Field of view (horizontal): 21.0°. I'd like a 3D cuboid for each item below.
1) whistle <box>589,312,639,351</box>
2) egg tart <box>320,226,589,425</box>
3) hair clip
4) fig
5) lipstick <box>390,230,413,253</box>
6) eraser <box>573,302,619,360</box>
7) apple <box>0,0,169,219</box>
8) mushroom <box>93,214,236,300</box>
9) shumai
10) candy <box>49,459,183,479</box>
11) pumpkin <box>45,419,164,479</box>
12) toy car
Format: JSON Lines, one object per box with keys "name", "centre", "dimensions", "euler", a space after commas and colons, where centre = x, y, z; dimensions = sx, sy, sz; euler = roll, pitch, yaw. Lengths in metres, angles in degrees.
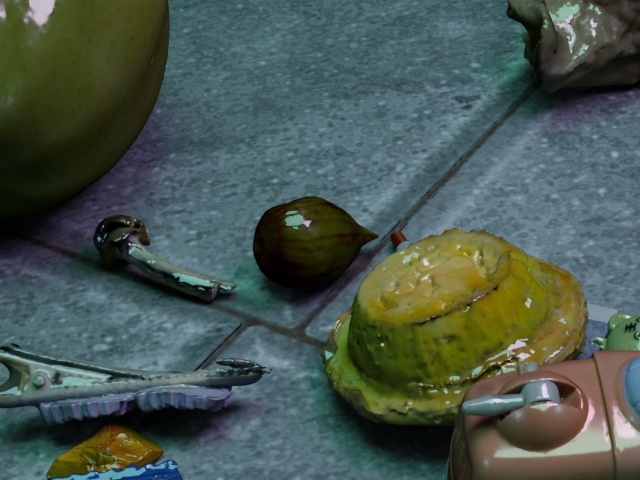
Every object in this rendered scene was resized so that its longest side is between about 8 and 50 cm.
{"name": "whistle", "centre": [0.376, 0.129, 1.696], "dimensions": [0.227, 0.085, 0.105], "euler": [14, 40, 7]}
{"name": "egg tart", "centre": [0.128, 0.077, 1.736], "dimensions": [0.288, 0.118, 0.288], "euler": [-18, 29, 11]}
{"name": "hair clip", "centre": [-0.195, 0.146, 1.757], "dimensions": [0.292, 0.085, 0.106], "euler": [0, 0, 1]}
{"name": "fig", "centre": [0.000, 0.000, 1.923], "dimensions": [0.154, 0.103, 0.109], "euler": [-6, 11, -22]}
{"name": "lipstick", "centre": [0.105, 0.025, 1.927], "dimensions": [0.030, 0.030, 0.129], "euler": [-17, 38, -13]}
{"name": "eraser", "centre": [0.230, 0.139, 1.742], "dimensions": [0.091, 0.046, 0.212], "euler": [10, 40, 23]}
{"name": "apple", "centre": [-0.401, -0.243, 2.027], "dimensions": [0.473, 0.474, 0.474], "euler": [-4, 37, 3]}
{"name": "mushroom", "centre": [-0.179, 0.028, 1.961], "dimensions": [0.187, 0.061, 0.060], "euler": [29, 62, 23]}
{"name": "shumai", "centre": [0.373, -0.270, 2.145], "dimensions": [0.262, 0.314, 0.267], "euler": [-54, 12, -12]}
{"name": "candy", "centre": [-0.198, 0.318, 1.551], "dimensions": [0.187, 0.077, 0.331], "euler": [-6, 38, -10]}
{"name": "pumpkin", "centre": [-0.217, 0.214, 1.722], "dimensions": [0.073, 0.035, 0.101], "euler": [23, 46, 39]}
{"name": "toy car", "centre": [0.240, 0.193, 1.511], "dimensions": [0.270, 0.212, 0.181], "euler": [-5, 46, 2]}
